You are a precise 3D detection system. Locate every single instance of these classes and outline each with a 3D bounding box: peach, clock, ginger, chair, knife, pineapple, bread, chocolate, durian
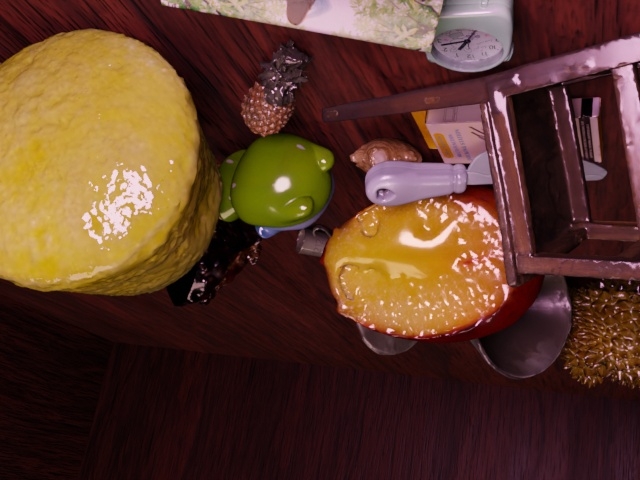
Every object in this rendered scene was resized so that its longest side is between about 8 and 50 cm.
[{"bbox_3d":[0.172,0.033,1.175,0.338,0.281,0.281,-4,165,-16],"label":"peach"},{"bbox_3d":[0.162,-0.223,0.817,0.101,0.041,0.135,4,161,17],"label":"clock"},{"bbox_3d":[0.115,-0.115,1.127,0.096,0.067,0.165,-1,172,26],"label":"ginger"},{"bbox_3d":[0.232,-0.075,0.819,0.416,0.240,0.203,-6,-170,39],"label":"chair"},{"bbox_3d":[0.226,-0.095,1.025,0.331,0.044,0.080,-5,140,8],"label":"knife"},{"bbox_3d":[-0.055,-0.199,0.970,0.074,0.074,0.159,15,152,-14],"label":"pineapple"},{"bbox_3d":[-0.299,-0.087,1.030,0.348,0.348,0.308,6,170,12],"label":"bread"},{"bbox_3d":[-0.206,0.043,1.561,0.177,0.206,0.224,8,159,-27],"label":"chocolate"},{"bbox_3d":[0.596,0.184,1.501,0.258,0.258,0.293,22,168,-31],"label":"durian"}]

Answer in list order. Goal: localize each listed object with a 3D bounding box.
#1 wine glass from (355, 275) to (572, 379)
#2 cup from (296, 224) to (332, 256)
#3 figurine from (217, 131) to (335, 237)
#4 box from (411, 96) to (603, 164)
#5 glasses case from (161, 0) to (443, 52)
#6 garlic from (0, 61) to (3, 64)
[{"bbox_3d":[0.262,0.137,1.519,0.267,0.267,0.406,22,164,-31],"label":"wine glass"},{"bbox_3d":[-0.001,-0.001,1.553,0.083,0.075,0.054,12,-162,-16],"label":"cup"},{"bbox_3d":[-0.090,-0.088,1.170,0.263,0.162,0.143,6,150,44],"label":"figurine"},{"bbox_3d":[0.253,-0.144,1.011,0.247,0.033,0.129,1,160,24],"label":"box"},{"bbox_3d":[-0.016,-0.256,0.726,0.272,0.062,0.095,10,128,1],"label":"glasses case"},{"bbox_3d":[-0.553,-0.199,1.140,0.279,0.132,0.325,6,168,-14],"label":"garlic"}]
